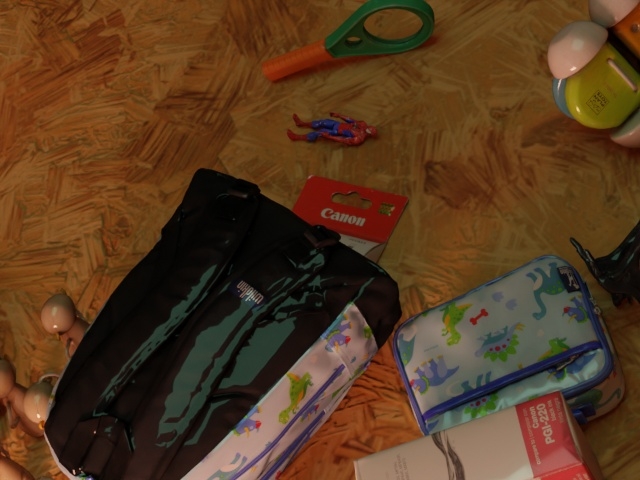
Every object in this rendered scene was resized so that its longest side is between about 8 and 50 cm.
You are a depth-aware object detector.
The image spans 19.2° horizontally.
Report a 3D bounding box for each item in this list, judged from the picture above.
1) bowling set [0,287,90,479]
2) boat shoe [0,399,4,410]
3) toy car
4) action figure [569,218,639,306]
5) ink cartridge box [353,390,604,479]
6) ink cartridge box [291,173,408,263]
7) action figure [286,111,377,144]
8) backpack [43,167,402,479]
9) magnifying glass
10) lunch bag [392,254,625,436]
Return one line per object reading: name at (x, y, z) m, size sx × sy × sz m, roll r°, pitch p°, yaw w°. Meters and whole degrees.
bowling set at (-0.342, 0.215, 2.094) m, size 0.199 × 0.154 × 0.287 m, roll -13°, pitch 52°, yaw 16°
boat shoe at (-0.457, 0.231, 2.195) m, size 0.073 × 0.073 × 0.207 m, roll 29°, pitch 65°, yaw 39°
toy car at (0.328, -0.199, 2.101) m, size 0.182 × 0.159 × 0.136 m, roll -50°, pitch 17°, yaw -14°
action figure at (0.389, -0.049, 1.939) m, size 0.275 × 0.141 × 0.164 m, roll -35°, pitch 5°, yaw 6°
ink cartridge box at (0.160, 0.248, 1.830) m, size 0.217 × 0.158 × 0.092 m, roll -21°, pitch 52°, yaw 10°
ink cartridge box at (0.000, 0.000, 2.161) m, size 0.145 × 0.045 × 0.179 m, roll 14°, pitch 66°, yaw 32°
action figure at (0.016, -0.134, 2.261) m, size 0.115 × 0.030 × 0.038 m, roll 6°, pitch 55°, yaw 26°
backpack at (-0.122, 0.148, 1.992) m, size 0.290 × 0.273 × 0.355 m, roll 28°, pitch 60°, yaw 26°
magnifying glass at (0.032, -0.242, 2.302) m, size 0.231 × 0.092 × 0.026 m, roll -17°, pitch 55°, yaw 27°
lunch bag at (0.195, 0.128, 1.949) m, size 0.219 × 0.090 × 0.176 m, roll -23°, pitch 53°, yaw 10°
